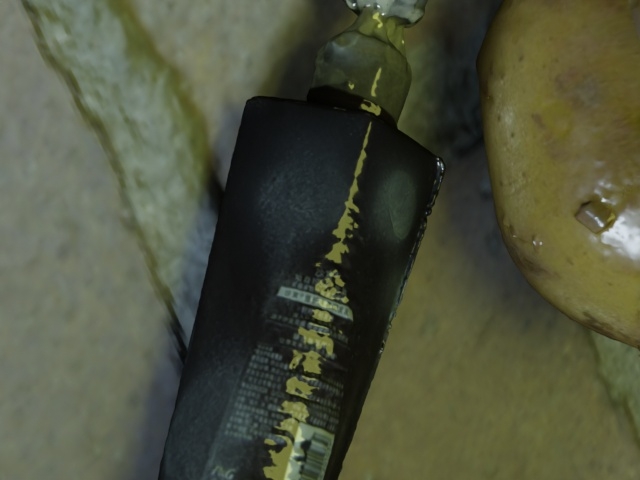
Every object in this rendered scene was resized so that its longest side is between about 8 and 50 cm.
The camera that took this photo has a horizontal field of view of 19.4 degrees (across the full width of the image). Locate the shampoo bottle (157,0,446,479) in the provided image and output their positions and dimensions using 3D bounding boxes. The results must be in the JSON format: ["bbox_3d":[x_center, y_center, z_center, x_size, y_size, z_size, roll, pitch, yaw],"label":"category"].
[{"bbox_3d":[0.000,0.000,0.621,0.057,0.063,0.207,29,73,-50],"label":"shampoo bottle"}]

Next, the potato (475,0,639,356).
[{"bbox_3d":[0.125,-0.036,0.700,0.137,0.137,0.176,-19,85,-41],"label":"potato"}]
